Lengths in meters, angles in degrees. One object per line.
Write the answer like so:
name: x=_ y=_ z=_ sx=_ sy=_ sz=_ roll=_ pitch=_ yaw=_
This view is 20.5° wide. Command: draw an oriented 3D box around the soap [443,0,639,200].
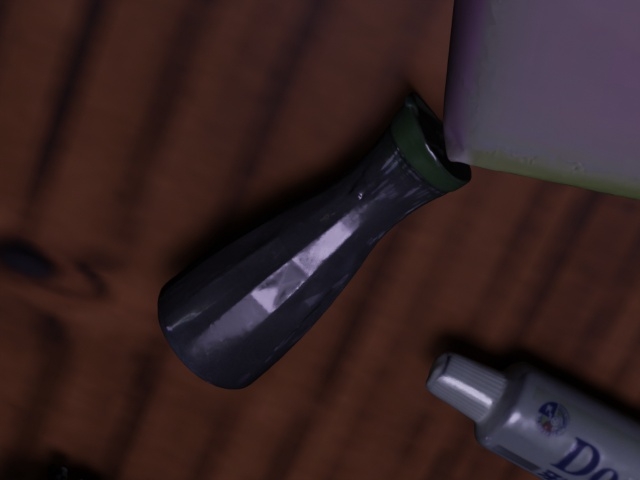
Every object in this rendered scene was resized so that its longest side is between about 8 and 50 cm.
soap: x=0.136 y=-0.091 z=0.388 sx=0.199 sy=0.182 sz=0.138 roll=13 pitch=121 yaw=4

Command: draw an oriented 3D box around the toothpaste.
toothpaste: x=0.122 y=0.086 z=0.580 sx=0.197 sy=0.029 sz=0.048 roll=28 pitch=121 yaw=-9

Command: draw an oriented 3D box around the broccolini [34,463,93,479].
broccolini: x=-0.130 y=0.144 z=0.660 sx=0.201 sy=0.058 sz=0.074 roll=-31 pitch=96 yaw=40

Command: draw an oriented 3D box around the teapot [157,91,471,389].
teapot: x=0.000 y=0.000 z=0.547 sx=0.043 sy=0.043 sz=0.110 roll=44 pitch=115 yaw=-14
